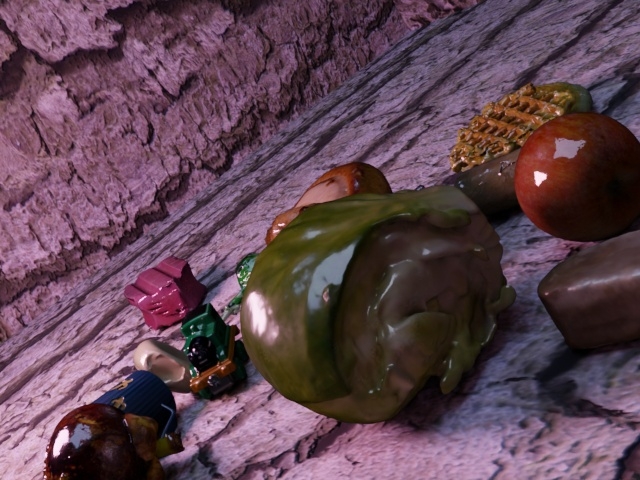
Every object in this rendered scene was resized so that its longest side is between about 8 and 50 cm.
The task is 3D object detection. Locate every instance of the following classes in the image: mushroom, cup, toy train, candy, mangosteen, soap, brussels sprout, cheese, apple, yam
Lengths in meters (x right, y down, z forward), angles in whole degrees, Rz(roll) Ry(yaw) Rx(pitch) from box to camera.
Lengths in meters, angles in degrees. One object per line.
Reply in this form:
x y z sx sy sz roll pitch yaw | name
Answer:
0.000 0.000 1.617 0.345 0.259 0.345 -39 31 30 | mushroom
-0.328 0.321 1.608 0.176 0.131 0.155 14 37 28 | cup
-0.202 0.199 1.672 0.091 0.136 0.228 -30 14 7 | toy train
0.372 0.052 1.056 0.234 0.104 0.102 -18 20 43 | candy
-0.321 0.346 1.430 0.217 0.192 0.192 -3 11 -12 | mangosteen
-0.385 0.131 2.281 0.182 0.112 0.289 -38 16 -17 | soap
0.068 0.077 1.261 0.371 0.276 0.315 -37 19 -17 | brussels sprout
-0.292 0.238 1.767 0.064 0.137 0.227 -59 4 -4 | cheese
0.380 -0.090 1.321 0.188 0.188 0.174 -35 24 -9 | apple
0.365 -0.121 1.595 0.259 0.106 0.106 -22 19 36 | yam
-0.192 0.151 1.946 0.097 0.097 0.323 -15 32 48 | candy

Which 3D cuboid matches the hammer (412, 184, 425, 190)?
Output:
0.130 -0.050 1.989 0.246 0.029 0.103 -34 15 -8 | hammer

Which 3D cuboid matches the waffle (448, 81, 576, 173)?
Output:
0.378 -0.229 1.792 0.291 0.051 0.291 -28 22 12 | waffle

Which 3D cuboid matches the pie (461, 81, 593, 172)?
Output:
0.425 -0.231 1.892 0.323 0.070 0.323 -28 21 12 | pie

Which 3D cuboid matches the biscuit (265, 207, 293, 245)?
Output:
-0.029 -0.062 2.302 0.257 0.049 0.273 -30 14 12 | biscuit
